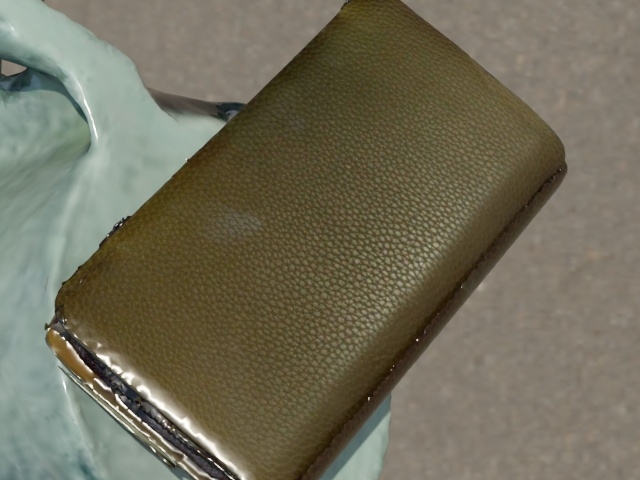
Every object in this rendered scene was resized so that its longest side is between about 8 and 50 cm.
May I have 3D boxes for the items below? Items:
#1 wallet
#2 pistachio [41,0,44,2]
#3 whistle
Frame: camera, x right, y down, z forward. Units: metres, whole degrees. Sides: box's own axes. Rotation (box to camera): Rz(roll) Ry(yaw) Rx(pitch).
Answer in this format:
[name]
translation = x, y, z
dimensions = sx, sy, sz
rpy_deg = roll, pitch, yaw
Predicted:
[wallet]
translation = 0.000, 0.000, 0.618
dimensions = 0.110, 0.198, 0.031
rpy_deg = 41, 148, 2
[pistachio]
translation = -0.197, -0.187, 0.813
dimensions = 0.197, 0.166, 0.288
rpy_deg = 1, 70, 17
[whistle]
translation = -0.123, -0.007, 0.687
dimensions = 0.168, 0.188, 0.404
rpy_deg = -16, 111, 39
